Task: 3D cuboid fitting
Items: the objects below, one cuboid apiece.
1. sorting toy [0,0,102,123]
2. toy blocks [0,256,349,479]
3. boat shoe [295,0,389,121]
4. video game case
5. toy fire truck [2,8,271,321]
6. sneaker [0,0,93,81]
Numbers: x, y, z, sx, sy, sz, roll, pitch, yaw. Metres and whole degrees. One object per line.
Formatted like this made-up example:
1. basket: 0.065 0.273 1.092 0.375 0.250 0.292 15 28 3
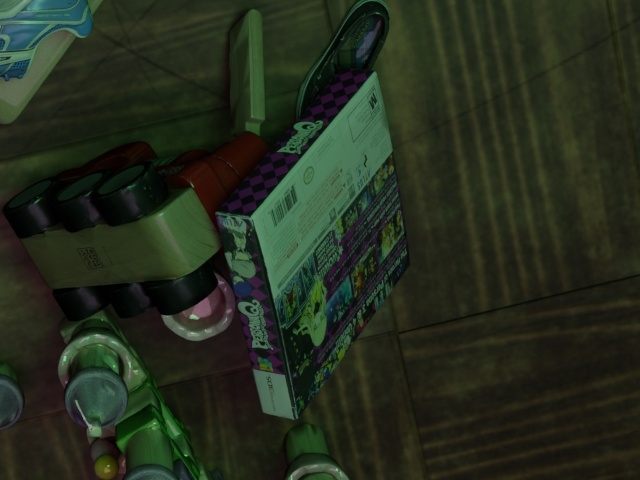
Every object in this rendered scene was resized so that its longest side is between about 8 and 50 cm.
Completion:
1. sorting toy: -0.289 -0.229 1.697 0.193 0.038 0.208 35 107 -16
2. toy blocks: -0.156 0.209 1.744 0.309 0.260 0.289 -29 110 4
3. boat shoe: 0.019 -0.148 1.753 0.049 0.040 0.142 23 105 -14
4. video game case: 0.000 0.000 1.694 0.041 0.232 0.210 8 129 28
5. toy fire truck: -0.128 -0.066 1.710 0.246 0.217 0.158 -41 111 -34
6. sneaker: -0.286 -0.161 1.661 0.211 0.080 0.081 -30 108 10
